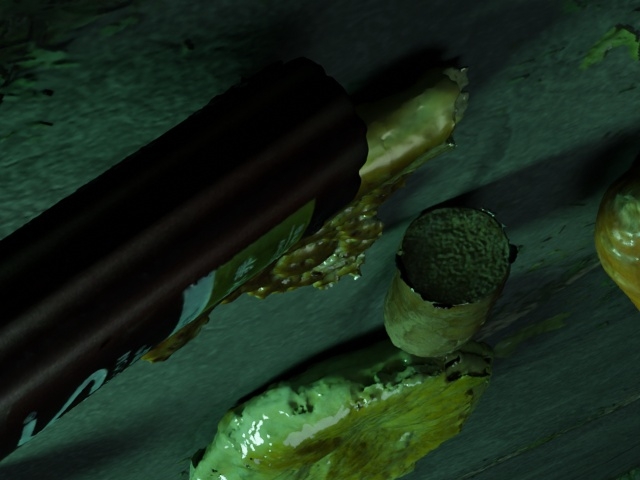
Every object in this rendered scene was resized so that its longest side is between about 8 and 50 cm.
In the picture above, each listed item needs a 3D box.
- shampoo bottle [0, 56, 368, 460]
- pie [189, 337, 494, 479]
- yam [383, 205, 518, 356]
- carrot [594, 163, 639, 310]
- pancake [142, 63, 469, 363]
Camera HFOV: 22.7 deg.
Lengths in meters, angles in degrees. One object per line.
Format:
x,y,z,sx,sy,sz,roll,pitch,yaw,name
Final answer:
-0.118,0.032,0.719,0.323,0.084,0.129,-37,176,-33,shampoo bottle
0.023,0.161,1.393,0.306,0.071,0.306,-25,159,-10,pie
0.088,0.030,1.134,0.084,0.084,0.127,-22,164,-11,yam
0.275,-0.001,1.215,0.159,0.159,0.225,-35,148,24,carrot
0.000,0.000,0.973,0.266,0.057,0.244,-30,161,10,pancake
